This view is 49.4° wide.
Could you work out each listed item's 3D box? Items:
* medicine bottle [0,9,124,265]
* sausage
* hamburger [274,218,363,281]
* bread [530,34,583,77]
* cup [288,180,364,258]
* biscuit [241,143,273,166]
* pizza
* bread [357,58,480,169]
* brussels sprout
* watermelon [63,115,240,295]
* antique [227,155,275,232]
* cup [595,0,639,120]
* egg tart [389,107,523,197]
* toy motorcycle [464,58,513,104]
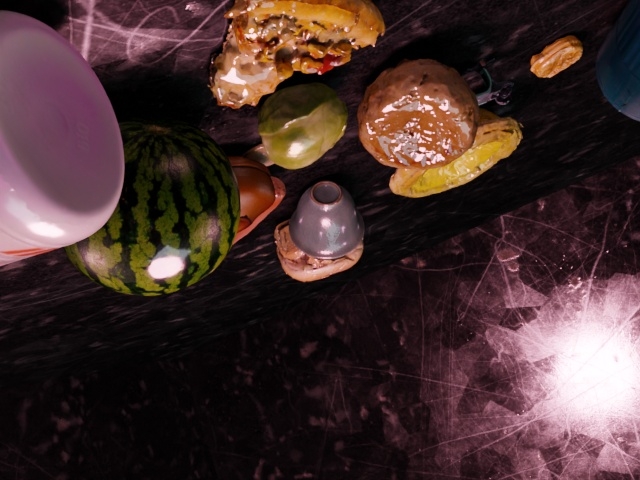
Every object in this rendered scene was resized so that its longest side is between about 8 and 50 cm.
[{"bbox_3d":[-0.417,-0.087,0.776,0.324,0.256,0.256,-14,170,16],"label":"medicine bottle"},{"bbox_3d":[-0.208,-0.048,1.659,0.419,0.094,0.094,-36,-170,50],"label":"sausage"},{"bbox_3d":[0.000,0.000,1.928,0.243,0.146,0.286,10,-143,34],"label":"hamburger"},{"bbox_3d":[0.486,-0.380,1.439,0.083,0.044,0.110,-1,156,-47],"label":"bread"},{"bbox_3d":[0.016,-0.075,1.757,0.199,0.199,0.150,-18,147,-12],"label":"cup"},{"bbox_3d":[-0.113,-0.175,1.429,0.120,0.015,0.120,-19,167,-5],"label":"biscuit"},{"bbox_3d":[-0.068,-0.275,0.955,0.287,0.074,0.251,-26,164,16],"label":"pizza"},{"bbox_3d":[0.181,-0.233,1.279,0.229,0.123,0.230,5,141,4],"label":"bread"},{"bbox_3d":[-0.040,-0.198,1.209,0.145,0.131,0.183,-38,177,-31],"label":"brussels sprout"},{"bbox_3d":[-0.265,-0.055,1.094,0.285,0.285,0.285,-19,168,-4],"label":"watermelon"},{"bbox_3d":[-0.228,-0.076,1.393,0.277,0.129,0.223,-15,167,-1],"label":"antique"},{"bbox_3d":[0.695,-0.390,1.271,0.307,0.242,0.292,-18,166,3],"label":"cup"},{"bbox_3d":[0.303,-0.219,1.625,0.345,0.133,0.345,-19,169,-4],"label":"egg tart"},{"bbox_3d":[0.291,-0.295,1.370,0.173,0.100,0.058,-18,169,2],"label":"toy motorcycle"}]
